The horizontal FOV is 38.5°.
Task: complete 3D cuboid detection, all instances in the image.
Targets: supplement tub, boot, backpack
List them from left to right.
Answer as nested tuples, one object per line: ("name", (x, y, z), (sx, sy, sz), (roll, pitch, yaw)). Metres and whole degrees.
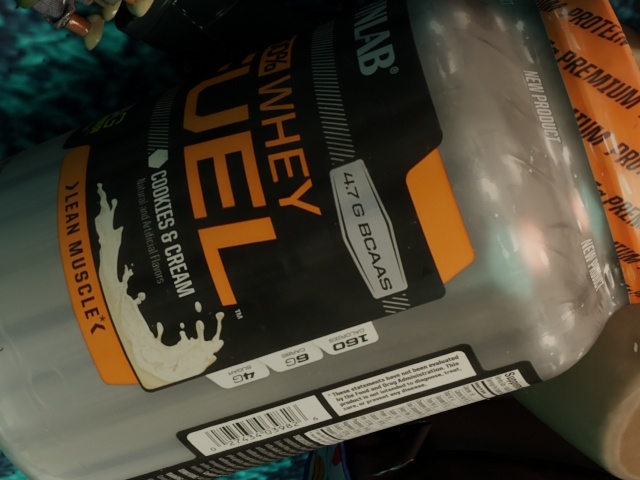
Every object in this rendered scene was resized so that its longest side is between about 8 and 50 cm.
("boot", (-0.038, -0.127, 0.483), (0.099, 0.045, 0.121), (27, 119, -37))
("supplement tub", (0.000, 0.000, 0.450), (0.316, 0.193, 0.193), (-20, 136, 14))
("backpack", (0.118, 0.196, 0.702), (0.263, 0.276, 0.213), (12, 120, -19))

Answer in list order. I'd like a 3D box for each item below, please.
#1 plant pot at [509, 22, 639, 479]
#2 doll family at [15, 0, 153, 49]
("plant pot", (0.183, 0.021, 0.592), (0.263, 0.229, 0.263), (-15, 132, -17))
("doll family", (-0.101, -0.170, 0.401), (0.111, 0.076, 0.193), (30, 104, -36))
